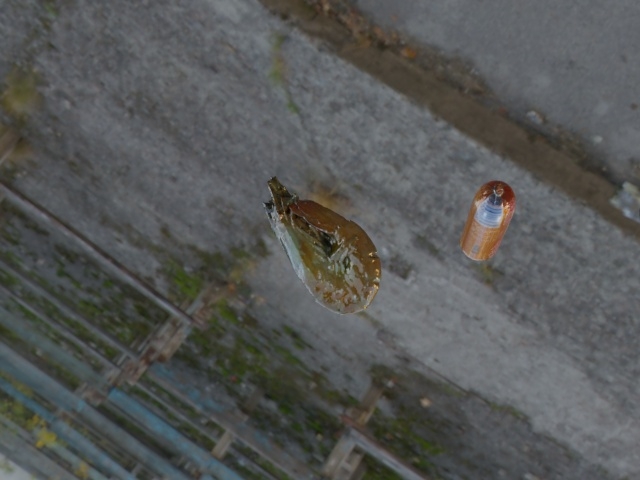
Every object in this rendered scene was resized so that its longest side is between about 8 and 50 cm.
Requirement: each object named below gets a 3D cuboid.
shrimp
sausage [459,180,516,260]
[{"bbox_3d":[0.001,-0.001,1.095,0.217,0.115,0.051,54,-163,7],"label":"shrimp"},{"bbox_3d":[0.284,-0.037,1.392,0.071,0.071,0.234,31,163,13],"label":"sausage"}]
